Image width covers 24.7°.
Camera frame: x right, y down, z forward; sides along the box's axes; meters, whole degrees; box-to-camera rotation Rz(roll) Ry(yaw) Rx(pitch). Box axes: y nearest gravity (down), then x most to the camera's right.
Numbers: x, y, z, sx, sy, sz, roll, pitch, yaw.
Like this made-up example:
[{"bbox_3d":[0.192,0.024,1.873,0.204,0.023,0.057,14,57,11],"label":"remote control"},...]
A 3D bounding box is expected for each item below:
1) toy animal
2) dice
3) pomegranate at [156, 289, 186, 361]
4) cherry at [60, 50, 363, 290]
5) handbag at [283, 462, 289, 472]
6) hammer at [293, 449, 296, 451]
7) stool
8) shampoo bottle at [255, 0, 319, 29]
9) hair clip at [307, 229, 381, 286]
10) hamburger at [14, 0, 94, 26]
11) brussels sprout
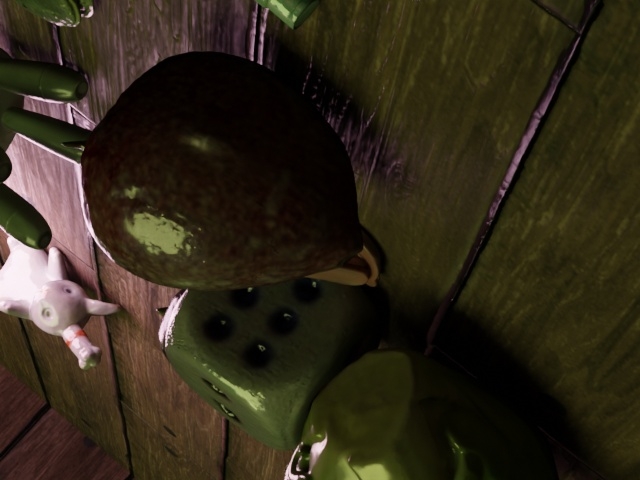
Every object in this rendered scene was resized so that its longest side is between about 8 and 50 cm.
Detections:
[{"bbox_3d":[-0.460,0.098,2.488,0.282,0.140,0.138,28,164,42],"label":"toy animal"},{"bbox_3d":[-0.053,0.115,1.687,0.194,0.193,0.192,36,164,17],"label":"dice"},{"bbox_3d":[-0.150,0.116,1.986,0.148,0.148,0.169,55,-173,-31],"label":"pomegranate"},{"bbox_3d":[-0.094,-0.060,1.372,0.300,0.230,0.203,22,133,8],"label":"cherry"},{"bbox_3d":[0.047,0.437,2.324,0.256,0.079,0.219,37,161,14],"label":"handbag"},{"bbox_3d":[0.086,0.353,2.152,0.427,0.044,0.152,21,152,47],"label":"hammer"},{"bbox_3d":[-0.390,-0.128,1.820,0.198,0.195,0.195,27,155,30],"label":"stool"},{"bbox_3d":[-0.084,-0.250,1.233,0.190,0.041,0.069,40,154,6],"label":"shampoo bottle"},{"bbox_3d":[0.002,-0.011,1.580,0.138,0.102,0.123,8,160,-2],"label":"hair clip"},{"bbox_3d":[-0.289,-0.267,1.561,0.121,0.054,0.084,25,153,21],"label":"hamburger"},{"bbox_3d":[0.106,0.270,1.599,0.289,0.281,0.355,33,159,43],"label":"brussels sprout"}]
